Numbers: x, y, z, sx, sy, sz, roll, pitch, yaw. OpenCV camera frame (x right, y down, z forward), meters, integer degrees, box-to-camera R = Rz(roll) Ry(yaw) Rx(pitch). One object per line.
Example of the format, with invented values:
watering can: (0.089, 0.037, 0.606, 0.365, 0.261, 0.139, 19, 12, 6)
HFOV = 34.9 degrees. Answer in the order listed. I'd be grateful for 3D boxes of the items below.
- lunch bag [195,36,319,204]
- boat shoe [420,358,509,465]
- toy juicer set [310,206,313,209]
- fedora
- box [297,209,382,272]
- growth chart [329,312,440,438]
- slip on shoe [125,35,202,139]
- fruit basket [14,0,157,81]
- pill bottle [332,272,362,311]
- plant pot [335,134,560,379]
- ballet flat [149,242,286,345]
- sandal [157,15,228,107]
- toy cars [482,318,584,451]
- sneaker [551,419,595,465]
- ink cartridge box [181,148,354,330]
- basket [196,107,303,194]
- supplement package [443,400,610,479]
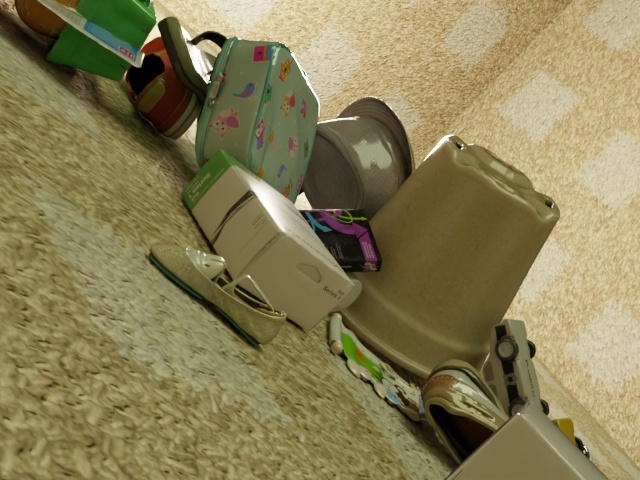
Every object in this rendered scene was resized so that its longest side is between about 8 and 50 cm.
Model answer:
lunch bag: (-0.096, -0.162, 1.534, 0.107, 0.224, 0.279, 12, -14, 18)
boat shoe: (0.243, 0.303, 1.373, 0.302, 0.113, 0.103, 46, 29, 1)
toy juicer set: (0.060, -0.034, 2.227, 0.209, 0.089, 0.329, 29, 21, -15)
fedora: (0.046, -0.125, 1.816, 0.124, 0.243, 0.276, 0, 64, -44)
box: (0.000, 0.000, 1.504, 0.162, 0.029, 0.116, -2, 43, -15)
growth chart: (0.094, 0.194, 1.440, 0.237, 0.021, 0.172, 41, 10, -17)
slip on shoe: (-0.272, -0.278, 1.704, 0.101, 0.123, 0.331, 35, 16, -28)
fruit basket: (-0.400, -0.387, 1.454, 0.353, 0.165, 0.327, 38, 10, -21)
pill bottle: (-0.001, 0.039, 1.542, 0.137, 0.078, 0.078, 49, 10, 34)
plant pot: (0.208, 0.012, 1.638, 0.333, 0.305, 0.334, 29, 19, -11)
ballet flat: (-0.106, 0.046, 1.088, 0.168, 0.052, 0.057, 41, 9, -20)
sandal: (-0.167, -0.270, 1.553, 0.120, 0.086, 0.303, 63, 4, 4)
toy cars: (0.332, 0.301, 1.598, 0.394, 0.087, 0.176, 61, 29, -23)
sneaker: (0.469, 0.425, 1.860, 0.121, 0.099, 0.262, 47, 9, -11)
ink cartridge box: (-0.072, -0.002, 1.345, 0.160, 0.092, 0.219, 37, 11, -40)
basket: (-0.101, -0.170, 1.885, 0.204, 0.154, 0.227, 48, 5, 24)
supplement package: (0.233, 0.317, 0.942, 0.293, 0.177, 0.175, 47, 8, 14)
